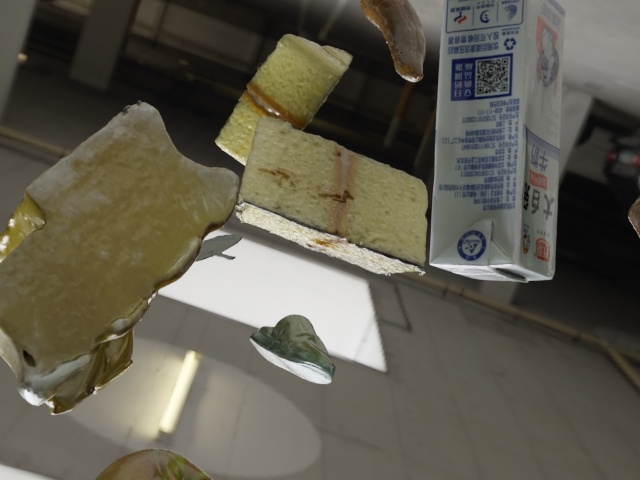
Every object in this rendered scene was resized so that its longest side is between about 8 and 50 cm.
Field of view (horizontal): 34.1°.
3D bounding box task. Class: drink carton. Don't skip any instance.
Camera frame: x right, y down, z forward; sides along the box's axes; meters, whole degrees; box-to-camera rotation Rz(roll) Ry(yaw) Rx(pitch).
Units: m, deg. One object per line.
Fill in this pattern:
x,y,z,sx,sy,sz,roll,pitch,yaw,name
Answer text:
0.193,-0.115,1.137,0.106,0.315,0.130,0,172,32,drink carton

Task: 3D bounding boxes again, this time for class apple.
-0.251,0.442,1.554,0.246,0.226,0.246,41,-177,-3,apple

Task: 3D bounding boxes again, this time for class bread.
-0.058,-0.236,1.872,0.178,0.266,0.142,16,-147,-31,bread
0.000,0.000,1.756,0.345,0.405,0.242,15,-127,-10,bread

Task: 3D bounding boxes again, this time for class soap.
-0.253,0.075,1.000,0.169,0.339,0.304,41,-131,-3,soap

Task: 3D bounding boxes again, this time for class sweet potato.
0.162,-0.419,2.096,0.097,0.097,0.292,11,-138,-39,sweet potato

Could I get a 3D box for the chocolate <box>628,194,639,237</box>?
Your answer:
0.512,-0.025,1.449,0.093,0.148,0.214,22,-149,-25,chocolate

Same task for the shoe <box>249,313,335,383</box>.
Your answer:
-0.041,0.194,1.952,0.103,0.100,0.251,43,162,-29,shoe

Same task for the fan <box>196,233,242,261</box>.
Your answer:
-0.150,0.016,1.426,0.113,0.005,0.175,-24,-166,-22,fan
